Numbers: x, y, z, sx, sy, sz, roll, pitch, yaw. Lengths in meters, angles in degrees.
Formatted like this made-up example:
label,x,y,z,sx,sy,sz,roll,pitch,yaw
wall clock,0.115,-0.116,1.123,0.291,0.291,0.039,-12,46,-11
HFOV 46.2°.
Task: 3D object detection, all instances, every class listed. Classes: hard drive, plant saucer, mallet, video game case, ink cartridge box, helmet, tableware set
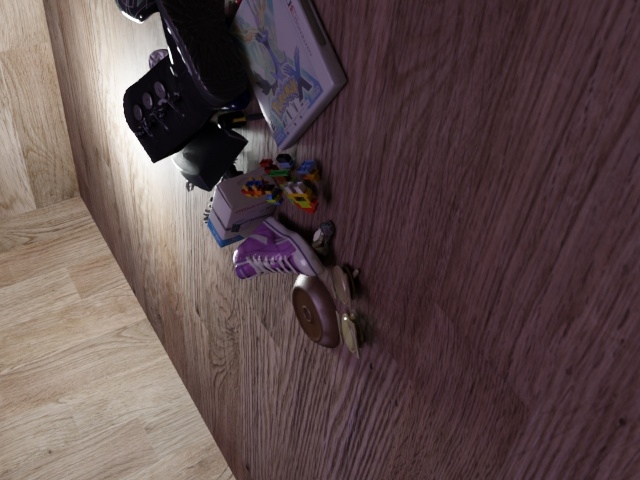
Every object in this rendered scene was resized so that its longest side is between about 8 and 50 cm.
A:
label,x,y,z,sx,sy,sz,roll,pitch,yaw
hard drive,-0.288,-0.223,1.889,0.054,0.172,0.254,39,176,-32
plant saucer,-0.019,0.171,1.794,0.198,0.036,0.199,46,147,41
mallet,-0.166,-0.287,1.755,0.189,0.062,0.039,2,108,48
video game case,-0.078,-0.373,1.495,0.300,0.036,0.329,67,156,6
ink cartridge box,-0.189,-0.078,1.824,0.082,0.139,0.191,60,154,17
helmet,-0.443,-0.640,1.889,0.169,0.161,0.169,45,146,42
tableware set,0.066,0.144,1.597,0.128,0.039,0.194,-154,54,-72

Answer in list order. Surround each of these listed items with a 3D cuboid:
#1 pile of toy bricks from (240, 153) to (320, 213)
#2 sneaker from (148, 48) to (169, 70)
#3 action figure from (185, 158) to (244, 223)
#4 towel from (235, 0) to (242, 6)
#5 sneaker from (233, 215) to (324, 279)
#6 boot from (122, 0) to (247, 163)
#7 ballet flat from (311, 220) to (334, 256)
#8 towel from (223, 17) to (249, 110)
label,x,y,z,sx,sy,sz,roll,pitch,yaw
pile of toy bricks,-0.062,-0.110,1.615,0.212,0.118,0.105,4,142,46
sneaker,-0.397,-0.396,2.025,0.153,0.094,0.235,-51,-47,-73
action figure,-0.266,-0.118,1.959,0.276,0.140,0.164,96,150,-49
towel,-0.192,-0.646,1.529,0.275,0.031,0.199,67,156,4
sneaker,-0.105,0.052,1.710,0.102,0.161,0.282,57,167,-27
boot,-0.351,-0.413,1.740,0.445,0.146,0.367,-22,83,60
ballet flat,0.000,0.000,1.618,0.041,0.041,0.114,56,153,27
towel,-0.280,-0.420,1.828,0.308,0.076,0.228,14,122,61
